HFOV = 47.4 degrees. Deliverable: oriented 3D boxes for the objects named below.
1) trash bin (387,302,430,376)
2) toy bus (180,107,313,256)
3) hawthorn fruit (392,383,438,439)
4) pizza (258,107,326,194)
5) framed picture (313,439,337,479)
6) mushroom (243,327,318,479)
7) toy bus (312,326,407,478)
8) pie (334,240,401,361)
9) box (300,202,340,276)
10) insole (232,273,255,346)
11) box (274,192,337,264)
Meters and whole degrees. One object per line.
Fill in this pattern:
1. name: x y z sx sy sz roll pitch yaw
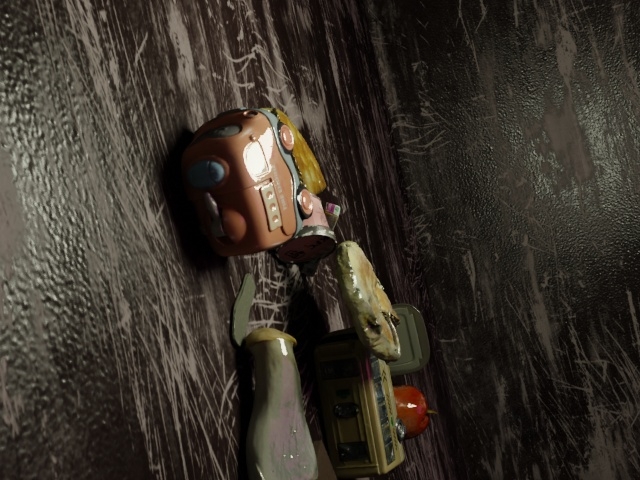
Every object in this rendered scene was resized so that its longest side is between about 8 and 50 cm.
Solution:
1. trash bin: 0.242 0.311 2.367 0.250 0.219 0.219 3 77 -80
2. toy bus: -0.160 -0.101 1.407 0.232 0.194 0.287 -42 119 -57
3. hawthorn fruit: 0.272 0.539 2.303 0.179 0.201 0.179 -10 90 -68
4. pizza: -0.075 -0.231 1.933 0.268 0.087 0.257 -40 112 -73
5. framed picture: -0.001 0.568 1.687 0.168 0.023 0.127 -71 146 -61
6. mushroom: -0.085 0.327 1.417 0.159 0.122 0.328 58 23 -70
7. toy bus: 0.096 0.408 1.865 0.202 0.177 0.365 0 79 -67
8. pie: 0.113 0.139 1.804 0.337 0.075 0.337 58 14 -23
9. box: 0.000 0.000 1.884 0.050 0.041 0.207 -74 -175 -58
10. insole: -0.159 0.139 1.501 0.192 0.010 0.063 -82 155 -52
11. box: -0.047 -0.033 1.776 0.151 0.151 0.135 46 27 -61
